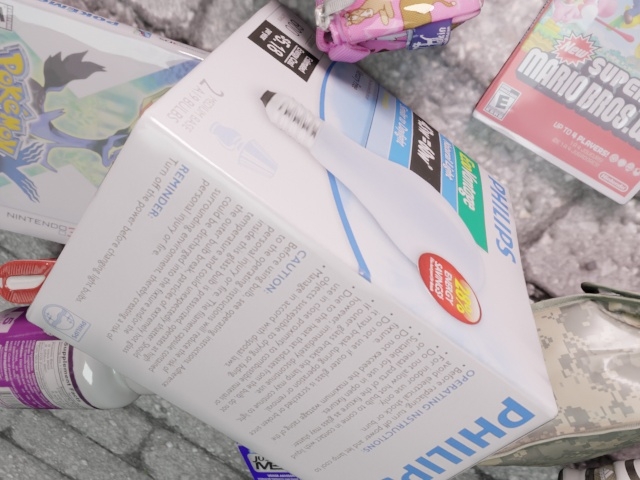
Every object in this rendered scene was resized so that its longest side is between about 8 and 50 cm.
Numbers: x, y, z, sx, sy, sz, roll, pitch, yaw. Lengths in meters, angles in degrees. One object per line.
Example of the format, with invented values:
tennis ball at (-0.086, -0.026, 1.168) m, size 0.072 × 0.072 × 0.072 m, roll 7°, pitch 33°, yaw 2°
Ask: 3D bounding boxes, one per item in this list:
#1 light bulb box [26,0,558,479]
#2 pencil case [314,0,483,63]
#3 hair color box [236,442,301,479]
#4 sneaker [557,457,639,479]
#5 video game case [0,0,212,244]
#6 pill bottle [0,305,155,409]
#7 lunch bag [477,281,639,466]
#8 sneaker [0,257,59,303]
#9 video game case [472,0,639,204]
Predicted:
light bulb box at (0.000, 0.000, 0.573) m, size 0.361 × 0.358 × 0.225 m, roll 35°, pitch 123°, yaw -13°
pencil case at (0.027, -0.356, 0.487) m, size 0.160 × 0.167 × 0.386 m, roll -10°, pitch 113°, yaw 18°
hair color box at (0.005, 0.366, 0.896) m, size 0.110 × 0.185 × 0.339 m, roll -8°, pitch 116°, yaw 22°
sneaker at (0.556, 0.479, 0.812) m, size 0.257 × 0.169 × 0.447 m, roll -29°, pitch 105°, yaw 30°
video game case at (-0.315, -0.128, 0.744) m, size 0.300 × 0.036 × 0.329 m, roll 15°, pitch 123°, yaw -13°
pill bottle at (-0.367, 0.178, 0.906) m, size 0.301 × 0.169 × 0.169 m, roll -6°, pitch 117°, yaw 18°
lunch bag at (0.310, 0.152, 0.650) m, size 0.287 × 0.169 × 0.235 m, roll -23°, pitch 151°, yaw 26°
sneaker at (-0.350, 0.050, 0.874) m, size 0.221 × 0.128 × 0.087 m, roll 6°, pitch 97°, yaw -3°
video game case at (0.320, -0.195, 0.580) m, size 0.204 × 0.025 × 0.285 m, roll 30°, pitch 122°, yaw -2°
